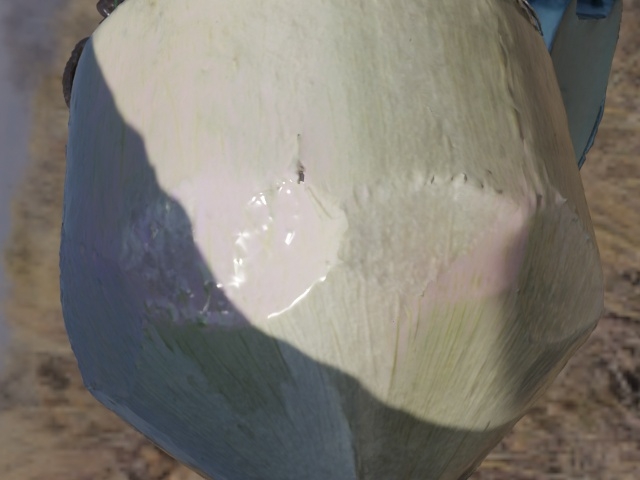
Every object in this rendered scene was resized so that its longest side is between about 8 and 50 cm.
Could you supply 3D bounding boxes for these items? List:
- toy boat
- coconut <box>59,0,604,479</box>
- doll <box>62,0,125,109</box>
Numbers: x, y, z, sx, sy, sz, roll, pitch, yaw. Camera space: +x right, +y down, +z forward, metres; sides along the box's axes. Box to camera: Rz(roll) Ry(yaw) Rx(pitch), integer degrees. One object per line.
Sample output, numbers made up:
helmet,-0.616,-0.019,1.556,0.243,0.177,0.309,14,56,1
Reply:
toy boat,0.183,-0.128,1.139,0.079,0.134,0.207,24,115,32
coconut,0.000,0.000,0.530,0.224,0.224,0.234,127,150,-66
doll,-0.101,-0.092,0.906,0.057,0.139,0.165,99,163,-75
